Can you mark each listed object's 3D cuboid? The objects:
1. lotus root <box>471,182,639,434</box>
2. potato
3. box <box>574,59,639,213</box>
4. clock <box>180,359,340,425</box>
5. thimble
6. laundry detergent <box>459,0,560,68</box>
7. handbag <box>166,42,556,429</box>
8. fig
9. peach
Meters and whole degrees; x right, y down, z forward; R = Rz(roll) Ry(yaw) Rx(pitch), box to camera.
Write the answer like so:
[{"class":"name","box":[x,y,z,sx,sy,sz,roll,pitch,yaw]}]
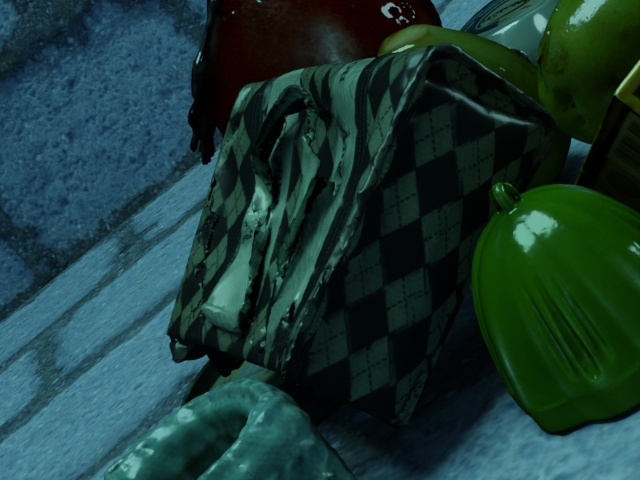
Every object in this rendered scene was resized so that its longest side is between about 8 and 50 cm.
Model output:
[{"class":"lotus root","box":[0.179,0.022,0.905,0.186,0.186,0.186,-35,15,11]},{"class":"potato","box":[0.326,-0.200,1.188,0.253,0.186,0.148,-49,-7,4]},{"class":"box","box":[0.293,-0.120,0.923,0.193,0.084,0.301,-51,-11,-3]},{"class":"clock","box":[-0.034,0.128,1.309,0.280,0.055,0.280,-35,15,11]},{"class":"thimble","box":[-0.070,0.213,0.966,0.235,0.143,0.198,-26,19,34]},{"class":"laundry detergent","box":[0.257,-0.259,1.701,0.215,0.105,0.280,-30,18,27]},{"class":"handbag","box":[0.000,0.000,1.115,0.416,0.180,0.317,9,73,66]},{"class":"fig","box":[0.150,-0.117,1.291,0.207,0.230,0.207,-15,65,35]},{"class":"peach","box":[-0.001,-0.217,1.586,0.353,0.416,0.339,-34,9,19]}]
